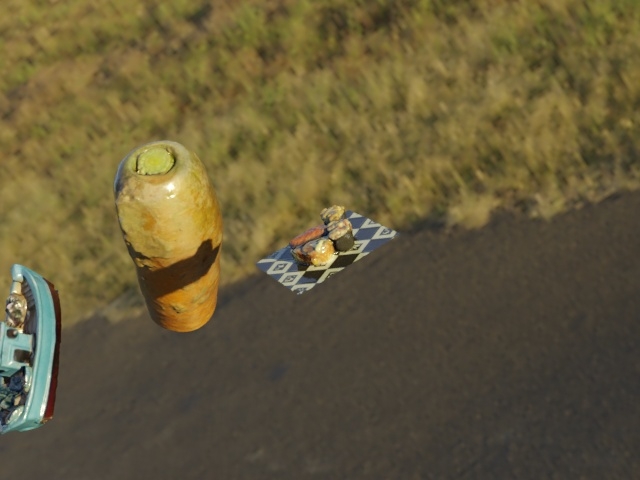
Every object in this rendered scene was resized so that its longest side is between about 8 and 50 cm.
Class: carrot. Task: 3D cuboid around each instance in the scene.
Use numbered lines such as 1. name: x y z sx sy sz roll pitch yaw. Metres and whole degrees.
1. carrot: -0.187 -0.001 1.795 0.139 0.302 0.138 -2 56 4

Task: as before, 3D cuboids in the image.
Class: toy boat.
1. toy boat: -0.386 0.135 1.759 0.100 0.097 0.223 -27 55 42

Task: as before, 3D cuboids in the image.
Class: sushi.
1. sushi: 0.000 0.000 1.423 0.126 0.026 0.120 -31 25 -17
